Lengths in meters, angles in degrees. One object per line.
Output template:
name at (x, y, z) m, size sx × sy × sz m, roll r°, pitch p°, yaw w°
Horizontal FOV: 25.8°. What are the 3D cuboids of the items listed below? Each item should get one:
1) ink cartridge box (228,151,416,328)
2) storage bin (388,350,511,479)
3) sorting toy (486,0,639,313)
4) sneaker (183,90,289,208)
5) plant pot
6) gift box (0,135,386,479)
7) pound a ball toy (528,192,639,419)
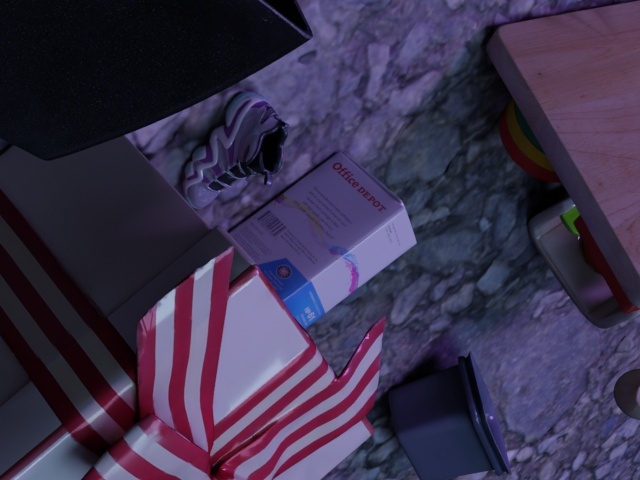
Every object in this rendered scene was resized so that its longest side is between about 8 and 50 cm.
ink cartridge box at (0.000, 0.000, 1.087) m, size 0.122 × 0.088 × 0.052 m, roll -37°, pitch 141°, yaw -10°
storage bin at (0.123, 0.176, 1.365) m, size 0.091 × 0.098 × 0.135 m, roll -16°, pitch 141°, yaw 8°
sorting toy at (0.284, -0.071, 1.172) m, size 0.257 × 0.255 × 0.089 m, roll -14°, pitch 157°, yaw -30°
sneaker at (-0.057, -0.052, 1.005) m, size 0.038 × 0.069 × 0.098 m, roll 13°, pitch 114°, yaw -47°
plant pot at (-0.146, -0.156, 0.750) m, size 0.167 × 0.187 × 0.188 m, roll -39°, pitch 142°, yaw 20°
gift box at (-0.122, 0.075, 0.910) m, size 0.276 × 0.258 × 0.255 m, roll -42°, pitch 142°, yaw -2°
pound a ball toy at (0.346, 0.004, 1.317) m, size 0.319 × 0.208 × 0.136 m, roll -34°, pitch 177°, yaw -14°
